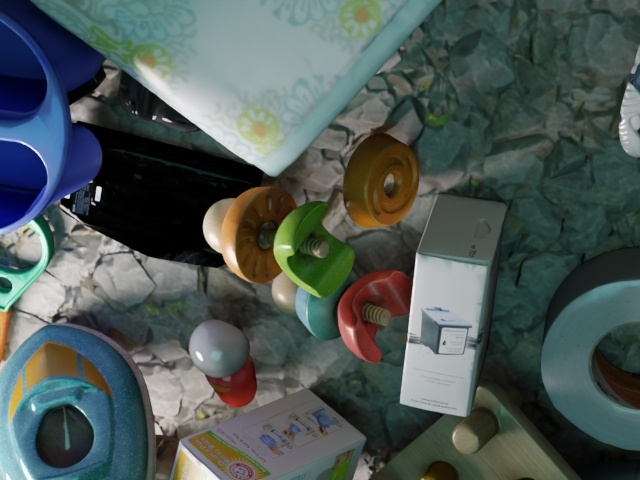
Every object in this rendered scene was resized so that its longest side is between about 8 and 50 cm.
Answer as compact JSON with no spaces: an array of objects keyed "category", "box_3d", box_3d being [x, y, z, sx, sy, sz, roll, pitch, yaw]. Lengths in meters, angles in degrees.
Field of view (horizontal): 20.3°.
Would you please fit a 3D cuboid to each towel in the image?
[{"category":"towel","box_3d":[-0.051,-0.282,1.737,0.320,0.090,0.374,38,111,-15]}]

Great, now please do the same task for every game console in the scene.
[{"category":"game console","box_3d":[-0.153,-0.137,1.897,0.213,0.044,0.361,15,122,2]}]

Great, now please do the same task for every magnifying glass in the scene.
[{"category":"magnifying glass","box_3d":[-0.366,0.056,2.065,0.092,0.026,0.231,18,119,1]}]

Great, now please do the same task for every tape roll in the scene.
[{"category":"tape roll","box_3d":[0.348,0.118,1.916,0.219,0.072,0.219,6,120,10]}]

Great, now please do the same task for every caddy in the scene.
[{"category":"caddy","box_3d":[-0.383,-0.137,1.819,0.341,0.179,0.241,9,107,23]}]

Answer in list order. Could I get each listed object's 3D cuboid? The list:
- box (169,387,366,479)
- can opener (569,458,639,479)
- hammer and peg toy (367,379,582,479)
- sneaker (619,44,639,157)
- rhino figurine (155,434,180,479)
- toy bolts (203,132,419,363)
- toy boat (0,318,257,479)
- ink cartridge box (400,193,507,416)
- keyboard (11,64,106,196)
[{"category":"box","box_3d":[-0.064,0.264,2.000,0.103,0.203,0.114,38,126,31]},{"category":"can opener","box_3d":[0.365,0.266,2.005,0.283,0.095,0.076,-10,118,32]},{"category":"hammer and peg toy","box_3d":[0.219,0.361,1.983,0.361,0.127,0.266,50,124,6]},{"category":"sneaker","box_3d":[0.385,-0.173,1.728,0.153,0.094,0.235,18,112,12]},{"category":"rhino figurine","box_3d":[-0.209,0.336,2.146,0.073,0.106,0.243,31,129,33]},{"category":"toy bolts","box_3d":[0.000,0.000,1.902,0.158,0.218,0.228,15,144,39]},{"category":"toy boat","box_3d":[-0.224,0.179,1.999,0.318,0.267,0.148,-20,150,-2]},{"category":"ink cartridge box","box_3d":[0.142,0.067,1.891,0.082,0.139,0.190,9,120,10]},{"category":"keyboard","box_3d":[-0.353,-0.117,1.929,0.317,0.033,0.201,-28,91,30]}]
